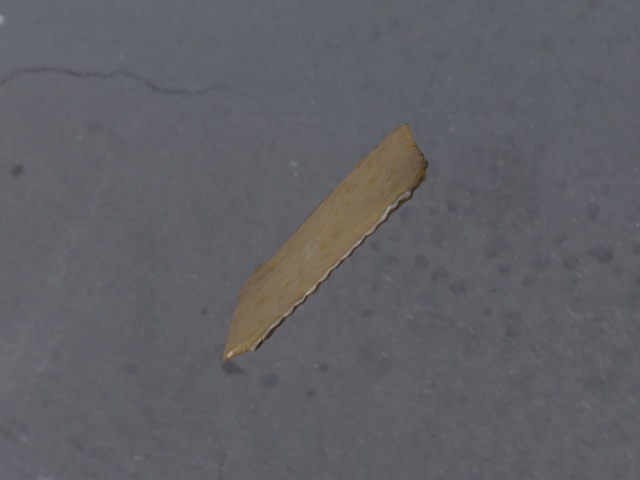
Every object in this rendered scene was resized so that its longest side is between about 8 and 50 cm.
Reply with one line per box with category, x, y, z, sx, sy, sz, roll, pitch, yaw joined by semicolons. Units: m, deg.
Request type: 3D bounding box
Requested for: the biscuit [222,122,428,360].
biscuit;0.000;0.000;0.896;0.232;0.013;0.237;-45;10;12
